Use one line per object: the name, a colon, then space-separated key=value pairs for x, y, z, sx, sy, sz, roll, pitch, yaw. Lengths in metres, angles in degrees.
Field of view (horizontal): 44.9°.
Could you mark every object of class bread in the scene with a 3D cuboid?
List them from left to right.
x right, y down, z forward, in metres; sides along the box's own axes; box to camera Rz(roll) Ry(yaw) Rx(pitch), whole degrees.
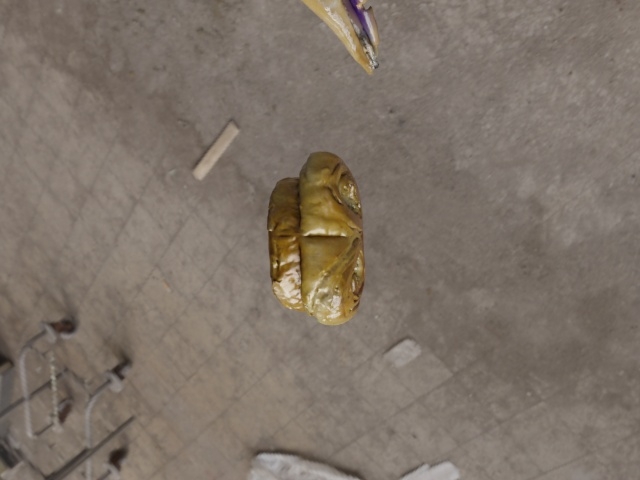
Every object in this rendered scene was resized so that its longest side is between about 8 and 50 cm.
bread: x=0.001 y=0.000 z=1.080 sx=0.120 sy=0.198 sz=0.236 roll=-3 pitch=80 yaw=12

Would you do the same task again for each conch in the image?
conch: x=-0.033 y=-0.272 z=0.715 sx=0.093 sy=0.109 sz=0.330 roll=5 pitch=154 yaw=32
